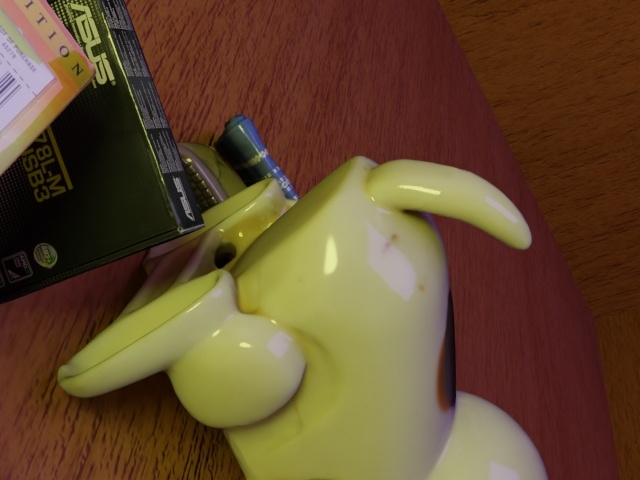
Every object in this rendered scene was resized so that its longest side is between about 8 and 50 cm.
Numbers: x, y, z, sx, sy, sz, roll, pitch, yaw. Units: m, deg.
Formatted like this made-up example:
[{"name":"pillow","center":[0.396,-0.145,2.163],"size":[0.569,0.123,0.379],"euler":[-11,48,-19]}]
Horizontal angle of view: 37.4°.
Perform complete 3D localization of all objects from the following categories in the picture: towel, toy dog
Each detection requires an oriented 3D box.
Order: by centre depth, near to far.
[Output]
[{"name":"toy dog","center":[0.048,0.142,0.852],"size":[0.408,0.395,0.284],"euler":[56,14,-17]},{"name":"towel","center":[0.000,0.000,1.053],"size":[0.336,0.040,0.243],"euler":[52,-5,-8]}]

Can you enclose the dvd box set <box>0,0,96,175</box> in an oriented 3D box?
[{"name":"dvd box set","center":[-0.315,-0.062,0.391],"size":[0.307,0.062,0.420],"euler":[56,48,-31]}]

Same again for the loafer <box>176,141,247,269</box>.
[{"name":"loafer","center":[-0.084,0.002,1.008],"size":[0.268,0.102,0.092],"euler":[61,30,-21]}]

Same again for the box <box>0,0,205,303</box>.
[{"name":"box","center":[-0.198,-0.067,0.693],"size":[0.045,0.184,0.190],"euler":[-21,92,-66]}]
